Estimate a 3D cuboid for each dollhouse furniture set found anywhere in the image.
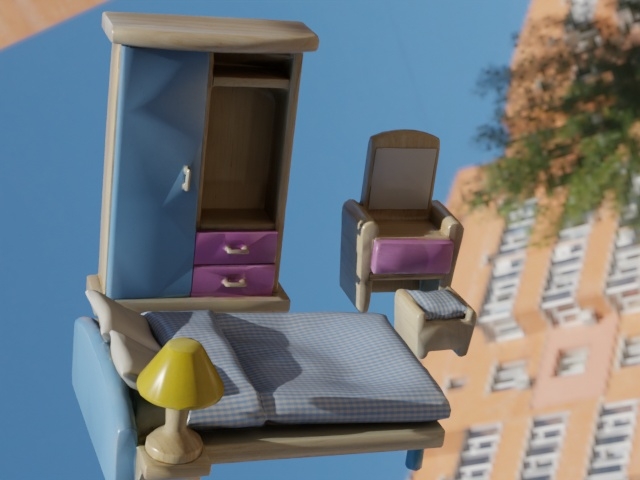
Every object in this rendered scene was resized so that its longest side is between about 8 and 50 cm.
[{"bbox_3d":[0.000,0.000,0.832,0.286,0.303,0.198,0,-67,-18],"label":"dollhouse furniture set"}]
